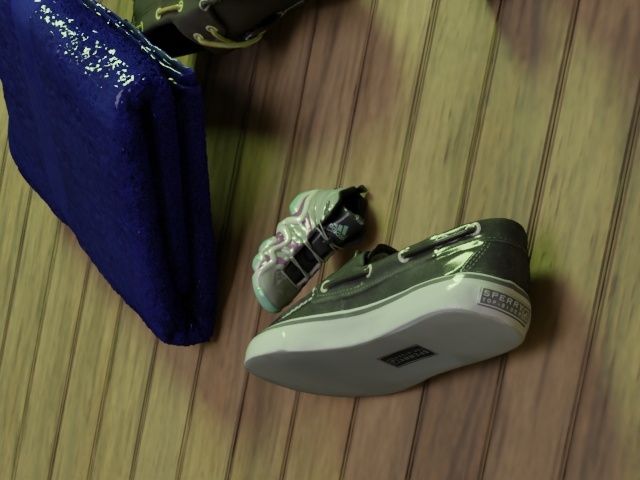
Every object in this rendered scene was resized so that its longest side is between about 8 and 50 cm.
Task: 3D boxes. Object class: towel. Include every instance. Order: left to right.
[{"bbox_3d":[-0.161,-0.084,1.264,0.308,0.076,0.228,45,151,48],"label":"towel"}]

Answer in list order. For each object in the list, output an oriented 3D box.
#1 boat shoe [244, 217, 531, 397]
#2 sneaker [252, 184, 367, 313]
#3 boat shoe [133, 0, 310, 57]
[{"bbox_3d":[0.038,0.036,1.010,0.228,0.080,0.076,-25,46,53],"label":"boat shoe"},{"bbox_3d":[0.000,0.000,1.071,0.069,0.038,0.098,-16,39,43],"label":"sneaker"},{"bbox_3d":[-0.066,-0.161,1.187,0.228,0.081,0.069,7,92,61],"label":"boat shoe"}]
